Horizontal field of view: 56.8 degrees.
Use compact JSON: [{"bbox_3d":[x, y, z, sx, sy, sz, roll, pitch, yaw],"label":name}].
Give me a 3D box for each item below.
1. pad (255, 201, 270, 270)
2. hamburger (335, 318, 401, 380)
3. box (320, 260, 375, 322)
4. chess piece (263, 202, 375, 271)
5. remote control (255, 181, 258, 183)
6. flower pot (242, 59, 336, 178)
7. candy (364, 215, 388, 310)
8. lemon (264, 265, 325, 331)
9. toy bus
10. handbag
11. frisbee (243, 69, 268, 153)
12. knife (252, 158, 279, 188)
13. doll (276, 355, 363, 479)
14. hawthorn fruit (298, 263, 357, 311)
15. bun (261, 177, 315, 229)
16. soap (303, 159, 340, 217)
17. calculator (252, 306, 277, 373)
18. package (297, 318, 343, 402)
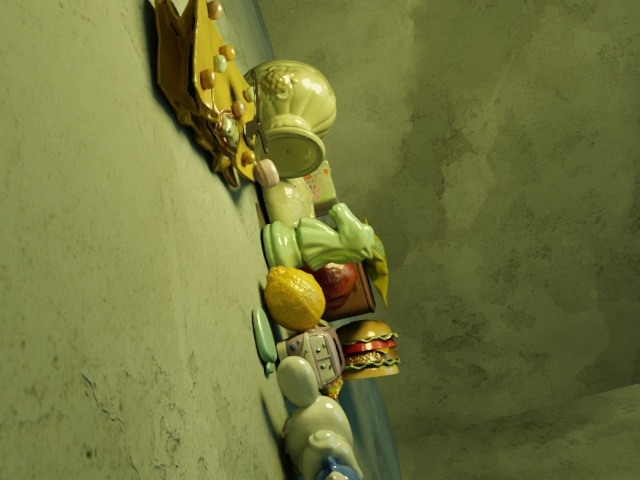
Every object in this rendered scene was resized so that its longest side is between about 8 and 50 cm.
[{"bbox_3d":[-0.145,0.018,1.707,0.158,0.003,0.235,60,15,-66],"label":"pad"},{"bbox_3d":[0.158,0.398,2.179,0.274,0.275,0.212,49,32,-75],"label":"hamburger"},{"bbox_3d":[0.053,0.155,2.065,0.339,0.229,0.239,7,66,-83],"label":"box"},{"bbox_3d":[0.000,0.000,1.649,0.176,0.298,0.175,-14,90,-83],"label":"chess piece"},{"bbox_3d":[-0.199,-0.215,1.766,0.034,0.016,0.091,-54,127,-77],"label":"remote control"},{"bbox_3d":[-0.100,-0.334,1.683,0.307,0.308,0.244,64,18,-58],"label":"flower pot"},{"bbox_3d":[0.198,0.080,2.096,0.187,0.081,0.297,-90,163,-63],"label":"candy"},{"bbox_3d":[-0.066,0.141,1.453,0.187,0.142,0.142,52,11,-11],"label":"lemon"},{"bbox_3d":[-0.022,0.289,1.452,0.202,0.142,0.142,27,48,-81],"label":"toy bus"},{"bbox_3d":[-0.231,-0.317,1.296,0.401,0.133,0.283,66,18,-63],"label":"handbag"},{"bbox_3d":[-0.147,-0.266,1.383,0.187,0.012,0.211,75,15,-55],"label":"frisbee"},{"bbox_3d":[-0.169,-0.181,1.561,0.081,0.043,0.336,68,-13,-12],"label":"knife"},{"bbox_3d":[0.005,0.471,1.198,0.376,0.187,0.365,54,6,-37],"label":"doll"},{"bbox_3d":[-0.022,0.122,1.778,0.243,0.207,0.207,-17,92,-44],"label":"hawthorn fruit"},{"bbox_3d":[-0.092,-0.113,1.840,0.287,0.146,0.287,-17,90,-85],"label":"bun"},{"bbox_3d":[-0.035,-0.190,2.316,0.138,0.199,0.182,67,9,-65],"label":"soap"},{"bbox_3d":[-0.122,0.219,1.306,0.095,0.021,0.153,58,13,-66],"label":"calculator"},{"bbox_3d":[0.002,0.321,1.656,0.223,0.108,0.288,120,-48,-80],"label":"package"}]
